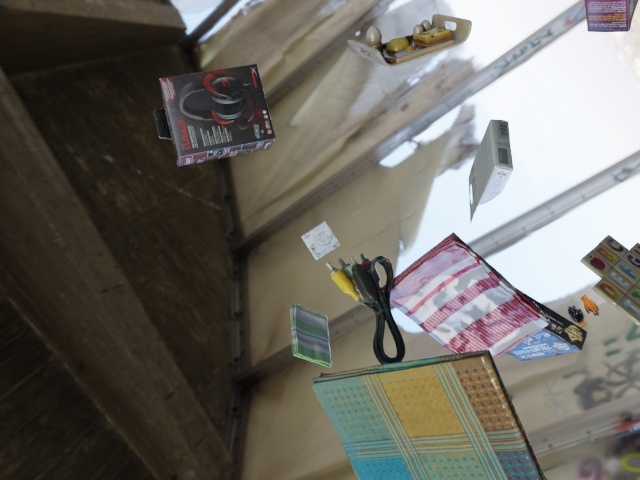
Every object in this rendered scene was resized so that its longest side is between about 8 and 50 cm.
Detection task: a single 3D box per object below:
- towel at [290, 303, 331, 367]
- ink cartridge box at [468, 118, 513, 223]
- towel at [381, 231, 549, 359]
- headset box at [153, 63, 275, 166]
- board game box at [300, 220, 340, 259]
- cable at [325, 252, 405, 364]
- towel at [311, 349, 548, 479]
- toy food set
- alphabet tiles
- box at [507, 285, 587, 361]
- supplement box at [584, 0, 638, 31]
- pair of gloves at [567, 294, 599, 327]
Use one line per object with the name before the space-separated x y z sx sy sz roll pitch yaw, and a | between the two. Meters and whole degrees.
towel | -0.022 0.231 1.530 0.113 0.023 0.152 22 -143 -26
ink cartridge box | 0.353 -0.139 1.303 0.045 0.179 0.145 7 -128 2
towel | 0.331 0.154 1.436 0.329 0.237 0.037 39 -149 -14
headset box | -0.292 -0.332 1.668 0.293 0.110 0.218 -13 -95 -15
board game box | 0.000 0.000 1.933 0.090 0.090 0.020 58 177 -14
cable | 0.127 0.146 1.394 0.140 0.072 0.287 -15 -113 -25
towel | 0.177 0.332 1.086 0.040 0.370 0.271 -34 -79 -50
toy food set | 0.257 -0.600 1.821 0.219 0.306 0.092 -131 23 -58
alphabet tiles | 0.733 0.123 1.341 0.342 0.011 0.285 43 -136 22
box | 0.561 0.242 1.820 0.293 0.295 0.073 30 -111 -6
supplement box | 0.549 -0.498 1.172 0.188 0.081 0.104 50 -121 -51
pair of gloves | 0.794 0.214 1.881 0.074 0.083 0.010 53 -177 8
